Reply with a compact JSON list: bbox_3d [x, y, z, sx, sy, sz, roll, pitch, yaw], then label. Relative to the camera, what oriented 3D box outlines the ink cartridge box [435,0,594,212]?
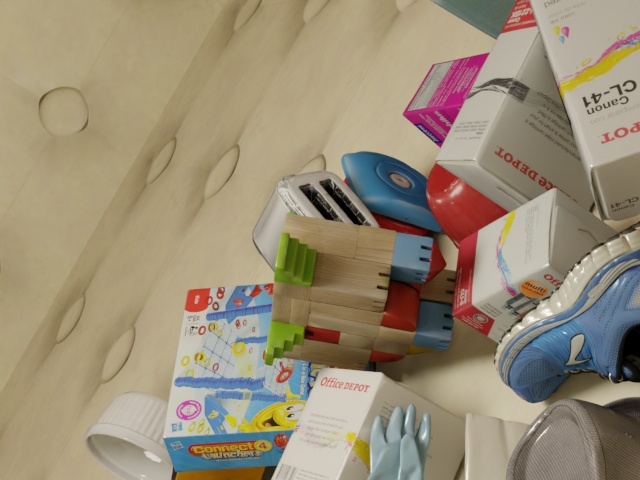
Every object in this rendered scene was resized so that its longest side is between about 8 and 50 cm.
[{"bbox_3d":[0.311,-0.173,1.703,0.273,0.197,0.114,-62,23,-10],"label":"ink cartridge box"}]

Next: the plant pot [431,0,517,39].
[{"bbox_3d":[0.311,-0.433,1.942,0.248,0.252,0.247,-52,24,14],"label":"plant pot"}]

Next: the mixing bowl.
[{"bbox_3d":[0.226,-0.082,1.882,0.181,0.098,0.181,-44,28,31],"label":"mixing bowl"}]

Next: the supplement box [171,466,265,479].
[{"bbox_3d":[-0.163,0.331,2.016,0.194,0.129,0.191,-87,11,-47],"label":"supplement box"}]

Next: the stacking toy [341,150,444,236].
[{"bbox_3d":[0.065,0.019,2.045,0.302,0.175,0.166,-62,25,28],"label":"stacking toy"}]

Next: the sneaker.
[{"bbox_3d":[0.314,0.118,1.420,0.130,0.147,0.330,-24,-20,-30],"label":"sneaker"}]

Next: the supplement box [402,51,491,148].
[{"bbox_3d":[0.248,-0.219,1.973,0.114,0.111,0.220,-58,23,-14],"label":"supplement box"}]

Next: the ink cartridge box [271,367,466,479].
[{"bbox_3d":[0.059,0.308,1.649,0.171,0.168,0.233,-3,59,63],"label":"ink cartridge box"}]

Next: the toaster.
[{"bbox_3d":[0.000,0.000,1.894,0.227,0.129,0.146,52,139,29],"label":"toaster"}]

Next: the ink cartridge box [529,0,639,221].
[{"bbox_3d":[0.395,-0.204,1.476,0.226,0.131,0.306,-19,53,12],"label":"ink cartridge box"}]

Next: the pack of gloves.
[{"bbox_3d":[0.144,0.317,1.515,0.046,0.195,0.232,90,-168,-55],"label":"pack of gloves"}]

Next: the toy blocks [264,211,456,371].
[{"bbox_3d":[0.068,0.086,1.685,0.381,0.261,0.191,98,-179,-66],"label":"toy blocks"}]

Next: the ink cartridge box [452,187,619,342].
[{"bbox_3d":[0.279,0.042,1.594,0.176,0.128,0.127,-34,34,44],"label":"ink cartridge box"}]

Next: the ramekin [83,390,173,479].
[{"bbox_3d":[-0.318,0.367,2.272,0.207,0.207,0.109,-25,30,51],"label":"ramekin"}]

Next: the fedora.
[{"bbox_3d":[0.288,0.267,1.316,0.244,0.124,0.275,-49,26,22],"label":"fedora"}]

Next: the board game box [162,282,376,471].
[{"bbox_3d":[-0.068,0.200,1.907,0.302,0.086,0.308,-5,43,8],"label":"board game box"}]
